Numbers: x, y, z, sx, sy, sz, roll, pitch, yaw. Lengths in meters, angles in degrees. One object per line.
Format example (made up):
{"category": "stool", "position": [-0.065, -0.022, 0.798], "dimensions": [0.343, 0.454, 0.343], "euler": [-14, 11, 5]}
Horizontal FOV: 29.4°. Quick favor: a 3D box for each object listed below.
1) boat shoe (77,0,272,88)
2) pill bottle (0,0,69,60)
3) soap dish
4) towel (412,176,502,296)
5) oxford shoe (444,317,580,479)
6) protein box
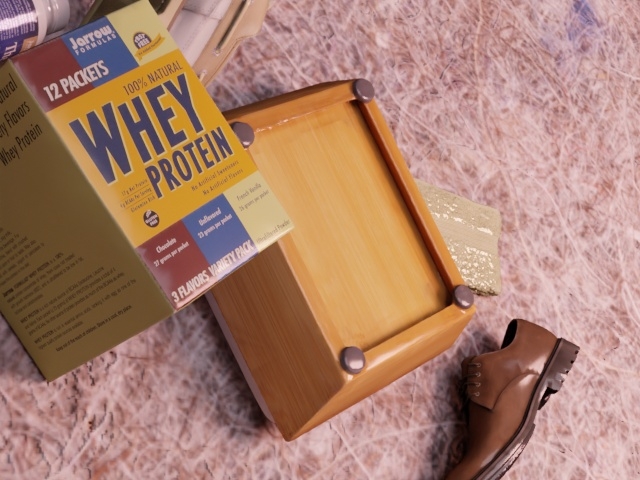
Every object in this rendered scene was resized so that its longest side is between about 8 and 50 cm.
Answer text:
{"category": "boat shoe", "position": [-0.095, -0.223, 1.037], "dimensions": [0.103, 0.302, 0.113], "euler": [28, 17, -51]}
{"category": "pill bottle", "position": [-0.266, -0.179, 0.992], "dimensions": [0.120, 0.067, 0.067], "euler": [-29, 91, -42]}
{"category": "soap dish", "position": [0.000, 0.000, 1.095], "dimensions": [0.229, 0.118, 0.291], "euler": [-23, 85, -42]}
{"category": "towel", "position": [0.132, -0.003, 1.264], "dimensions": [0.148, 0.027, 0.110], "euler": [19, 61, -32]}
{"category": "oxford shoe", "position": [0.165, 0.167, 1.197], "dimensions": [0.096, 0.083, 0.227], "euler": [33, 52, 5]}
{"category": "protein box", "position": [-0.168, -0.033, 0.917], "dimensions": [0.136, 0.200, 0.201], "euler": [-37, 95, -43]}
